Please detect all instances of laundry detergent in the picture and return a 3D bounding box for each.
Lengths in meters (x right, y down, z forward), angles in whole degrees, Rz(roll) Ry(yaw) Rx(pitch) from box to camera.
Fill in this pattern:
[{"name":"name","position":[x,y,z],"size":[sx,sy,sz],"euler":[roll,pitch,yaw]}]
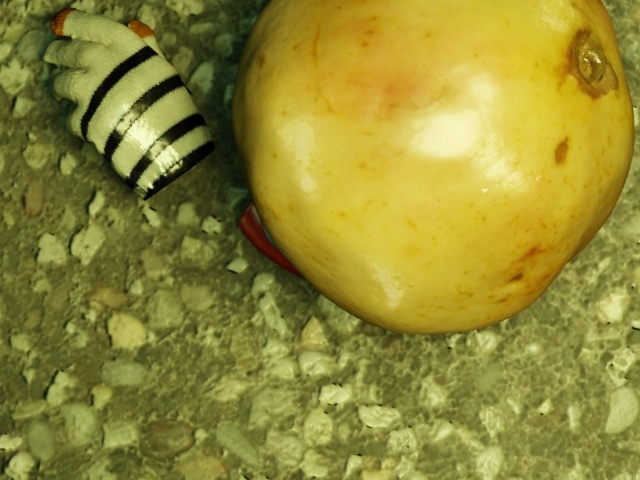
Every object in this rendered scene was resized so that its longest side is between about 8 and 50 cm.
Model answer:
[{"name":"laundry detergent","position":[0.000,0.000,1.542],"size":[0.165,0.049,0.097],"euler":[38,84,3]}]

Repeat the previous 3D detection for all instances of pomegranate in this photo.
[{"name":"pomegranate","position":[0.096,-0.102,1.386],"size":[0.412,0.411,0.411],"euler":[0,85,3]}]

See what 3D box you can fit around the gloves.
[{"name":"gloves","position":[-0.213,-0.157,1.530],"size":[0.140,0.131,0.218],"euler":[-37,93,-3]}]
